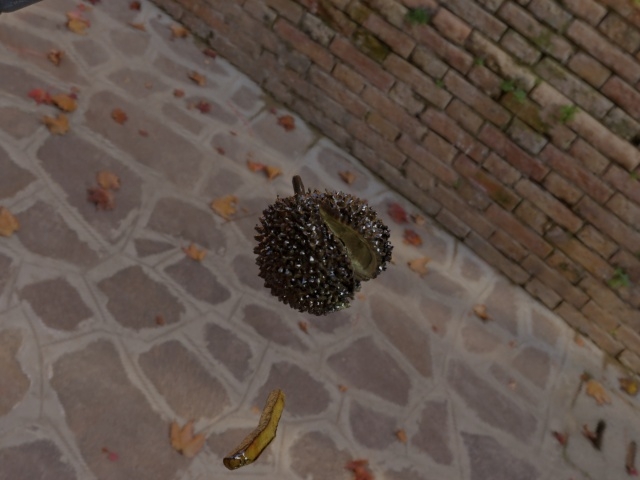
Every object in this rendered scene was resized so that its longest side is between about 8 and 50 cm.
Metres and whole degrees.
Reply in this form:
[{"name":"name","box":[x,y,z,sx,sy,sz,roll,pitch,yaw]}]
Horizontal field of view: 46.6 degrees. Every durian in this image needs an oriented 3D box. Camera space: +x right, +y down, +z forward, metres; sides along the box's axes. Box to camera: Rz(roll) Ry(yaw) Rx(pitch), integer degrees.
[{"name":"durian","box":[0.000,0.000,1.022,0.196,0.166,0.196,29,53,-47]}]

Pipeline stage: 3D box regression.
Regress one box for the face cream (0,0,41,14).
[{"name":"face cream","box":[-0.493,-0.476,1.337,0.283,0.073,0.073,-22,53,-1]}]

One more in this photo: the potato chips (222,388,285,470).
[{"name":"potato chips","box":[-0.070,0.226,0.916,0.204,0.037,0.026,-48,121,-74]}]
